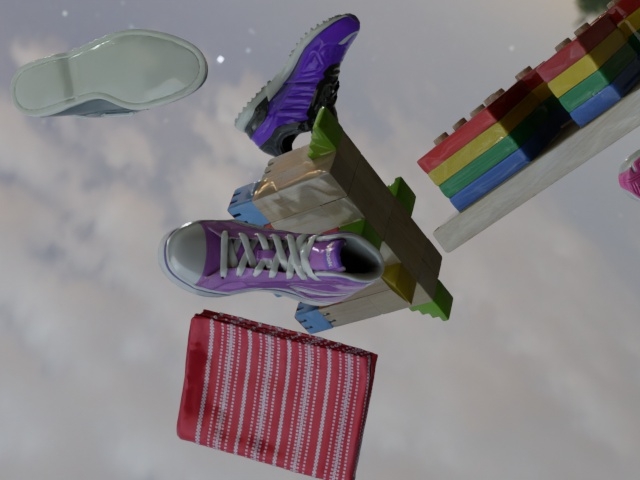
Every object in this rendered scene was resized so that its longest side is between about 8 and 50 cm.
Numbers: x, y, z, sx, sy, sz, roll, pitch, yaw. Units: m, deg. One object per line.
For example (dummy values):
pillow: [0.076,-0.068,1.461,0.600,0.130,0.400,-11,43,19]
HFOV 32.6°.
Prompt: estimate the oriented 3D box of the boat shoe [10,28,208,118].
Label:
boat shoe: [-0.301,-0.240,1.621,0.099,0.320,0.116,-3,-93,-70]

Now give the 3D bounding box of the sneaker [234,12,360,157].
sneaker: [-0.007,-0.256,1.912,0.146,0.293,0.102,47,-159,10]

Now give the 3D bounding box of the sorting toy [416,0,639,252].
sorting toy: [0.225,-0.131,0.995,0.089,0.257,0.255,52,-141,-1]

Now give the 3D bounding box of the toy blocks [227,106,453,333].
toy blocks: [0.000,0.000,1.698,0.381,0.261,0.190,50,-141,-30]

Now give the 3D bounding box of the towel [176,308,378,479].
towel: [-0.068,0.219,1.532,0.275,0.198,0.031,12,-171,17]

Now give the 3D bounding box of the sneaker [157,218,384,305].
sneaker: [-0.052,0.015,1.379,0.282,0.161,0.102,6,-104,-28]

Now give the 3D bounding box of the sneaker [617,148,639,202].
sneaker: [0.538,-0.114,1.674,0.252,0.103,0.111,-15,-167,-31]
